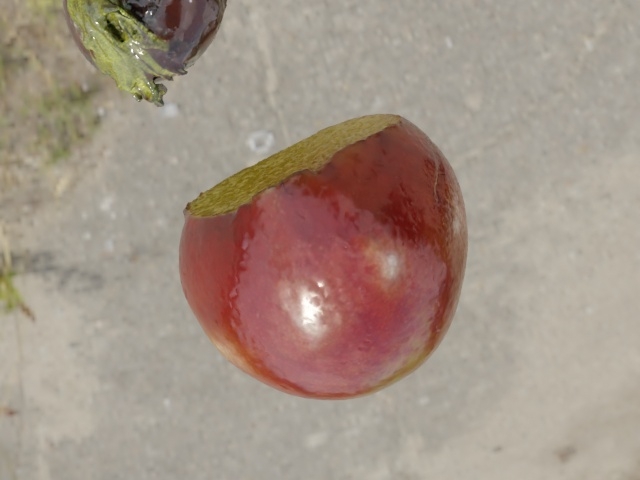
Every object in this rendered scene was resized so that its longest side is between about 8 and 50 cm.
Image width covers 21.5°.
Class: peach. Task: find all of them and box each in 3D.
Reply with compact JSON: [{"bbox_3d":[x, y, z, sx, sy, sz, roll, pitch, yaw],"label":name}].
[{"bbox_3d":[0.000,0.000,1.044,0.190,0.190,0.192,-15,135,-1],"label":"peach"}]

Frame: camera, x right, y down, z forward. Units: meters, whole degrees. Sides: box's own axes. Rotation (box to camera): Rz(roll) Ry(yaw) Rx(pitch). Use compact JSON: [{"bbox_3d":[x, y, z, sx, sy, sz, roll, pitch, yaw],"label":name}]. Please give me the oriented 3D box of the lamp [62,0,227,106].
[{"bbox_3d":[-0.157,-0.212,1.429,0.135,0.157,0.156,8,120,-50],"label":"lamp"}]
